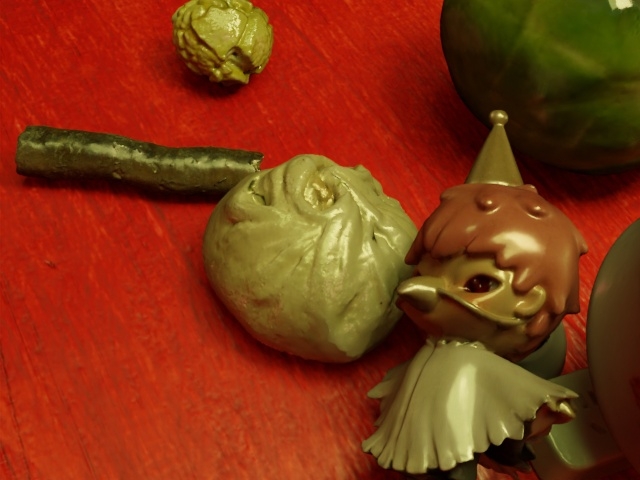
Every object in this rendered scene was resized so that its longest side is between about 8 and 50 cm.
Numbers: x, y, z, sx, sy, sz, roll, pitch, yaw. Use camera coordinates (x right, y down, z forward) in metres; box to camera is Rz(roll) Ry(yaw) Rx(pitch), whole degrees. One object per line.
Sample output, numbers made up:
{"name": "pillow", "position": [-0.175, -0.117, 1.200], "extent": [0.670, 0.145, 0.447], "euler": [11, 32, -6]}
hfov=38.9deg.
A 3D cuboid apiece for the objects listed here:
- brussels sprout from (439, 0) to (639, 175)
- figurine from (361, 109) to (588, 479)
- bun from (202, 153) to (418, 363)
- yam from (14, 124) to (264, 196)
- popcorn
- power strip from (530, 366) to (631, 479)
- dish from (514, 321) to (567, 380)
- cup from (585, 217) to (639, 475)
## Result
{"name": "brussels sprout", "position": [0.315, -0.227, 1.006], "extent": [0.355, 0.281, 0.289], "euler": [-23, 48, -22]}
{"name": "figurine", "position": [0.130, 0.059, 0.766], "extent": [0.166, 0.207, 0.386], "euler": [21, 77, -29]}
{"name": "bun", "position": [0.000, 0.000, 0.876], "extent": [0.231, 0.133, 0.231], "euler": [4, 50, -4]}
{"name": "yam", "position": [-0.188, -0.080, 0.956], "extent": [0.253, 0.061, 0.061], "euler": [6, 52, -5]}
{"name": "popcorn", "position": [-0.113, -0.231, 1.061], "extent": [0.121, 0.116, 0.106], "euler": [4, 75, -57]}
{"name": "power strip", "position": [0.369, 0.138, 0.869], "extent": [0.385, 0.062, 0.091], "euler": [-14, 59, -18]}
{"name": "dish", "position": [0.180, 0.076, 0.877], "extent": [0.141, 0.078, 0.141], "euler": [4, 52, -5]}
{"name": "cup", "position": [0.351, 0.088, 0.736], "extent": [0.347, 0.163, 0.347], "euler": [6, 76, -24]}
